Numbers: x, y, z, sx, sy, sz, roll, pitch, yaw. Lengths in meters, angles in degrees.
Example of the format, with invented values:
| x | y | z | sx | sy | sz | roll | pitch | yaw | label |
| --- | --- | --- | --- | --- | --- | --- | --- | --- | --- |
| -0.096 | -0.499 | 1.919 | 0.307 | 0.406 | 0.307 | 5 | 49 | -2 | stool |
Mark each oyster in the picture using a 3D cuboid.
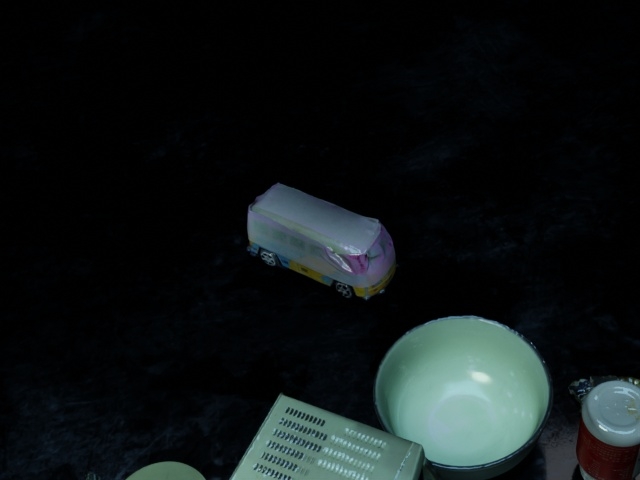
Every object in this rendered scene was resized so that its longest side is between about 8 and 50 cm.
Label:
| x | y | z | sx | sy | sz | roll | pitch | yaw | label |
| --- | --- | --- | --- | --- | --- | --- | --- | --- | --- |
| 0.600 | 0.312 | 1.874 | 0.148 | 0.051 | 0.103 | -15 | 36 | 6 | oyster |

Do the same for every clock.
| x | y | z | sx | sy | sz | roll | pitch | yaw | label |
| --- | --- | --- | --- | --- | --- | --- | --- | --- | --- |
| -0.334 | 0.571 | 1.866 | 0.235 | 0.029 | 0.235 | -7 | 49 | 8 | clock |

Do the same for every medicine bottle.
| x | y | z | sx | sy | sz | roll | pitch | yaw | label |
| --- | --- | --- | --- | --- | --- | --- | --- | --- | --- |
| 0.556 | 0.378 | 1.707 | 0.131 | 0.250 | 0.131 | -6 | 49 | 7 | medicine bottle |

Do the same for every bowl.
| x | y | z | sx | sy | sz | roll | pitch | yaw | label |
| --- | --- | --- | --- | --- | --- | --- | --- | --- | --- |
| 0.290 | 0.345 | 1.829 | 0.354 | 0.185 | 0.353 | -5 | 50 | 6 | bowl |

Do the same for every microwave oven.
| x | y | z | sx | sy | sz | roll | pitch | yaw | label |
| --- | --- | --- | --- | --- | --- | --- | --- | --- | --- |
| 0.033 | 0.512 | 1.600 | 0.333 | 0.394 | 0.247 | 15 | 54 | 22 | microwave oven |

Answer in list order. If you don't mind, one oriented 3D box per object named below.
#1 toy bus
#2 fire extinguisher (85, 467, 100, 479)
| x | y | z | sx | sy | sz | roll | pitch | yaw | label |
| --- | --- | --- | --- | --- | --- | --- | --- | --- | --- |
| 0.000 | 0.000 | 2.193 | 0.386 | 0.162 | 0.171 | 22 | 57 | 26 | toy bus |
| -0.489 | 0.588 | 1.833 | 0.093 | 0.118 | 0.294 | 18 | 49 | -19 | fire extinguisher |
